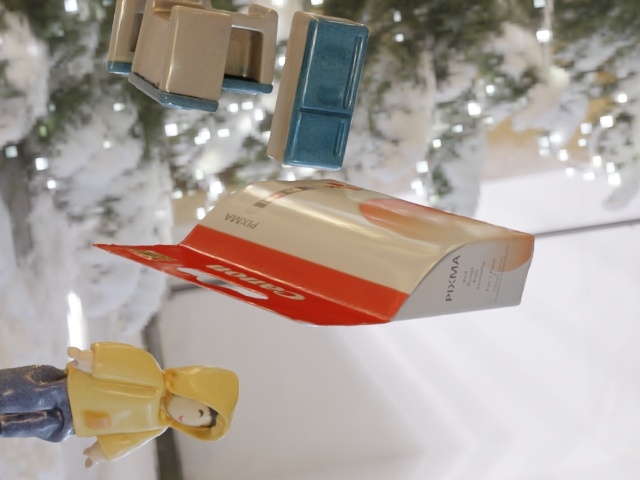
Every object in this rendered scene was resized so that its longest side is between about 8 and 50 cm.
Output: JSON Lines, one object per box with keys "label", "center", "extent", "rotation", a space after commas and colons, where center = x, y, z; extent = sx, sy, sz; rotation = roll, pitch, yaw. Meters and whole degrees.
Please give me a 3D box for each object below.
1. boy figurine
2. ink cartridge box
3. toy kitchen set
{"label": "boy figurine", "center": [-0.230, 0.184, 1.380], "extent": [0.092, 0.285, 0.177], "rotation": [-102, -164, -51]}
{"label": "ink cartridge box", "center": [0.000, 0.000, 0.637], "extent": [0.145, 0.179, 0.045], "rotation": [18, -80, 37]}
{"label": "toy kitchen set", "center": [-0.046, -0.108, 0.941], "extent": [0.166, 0.207, 0.122], "rotation": [35, -63, 60]}
